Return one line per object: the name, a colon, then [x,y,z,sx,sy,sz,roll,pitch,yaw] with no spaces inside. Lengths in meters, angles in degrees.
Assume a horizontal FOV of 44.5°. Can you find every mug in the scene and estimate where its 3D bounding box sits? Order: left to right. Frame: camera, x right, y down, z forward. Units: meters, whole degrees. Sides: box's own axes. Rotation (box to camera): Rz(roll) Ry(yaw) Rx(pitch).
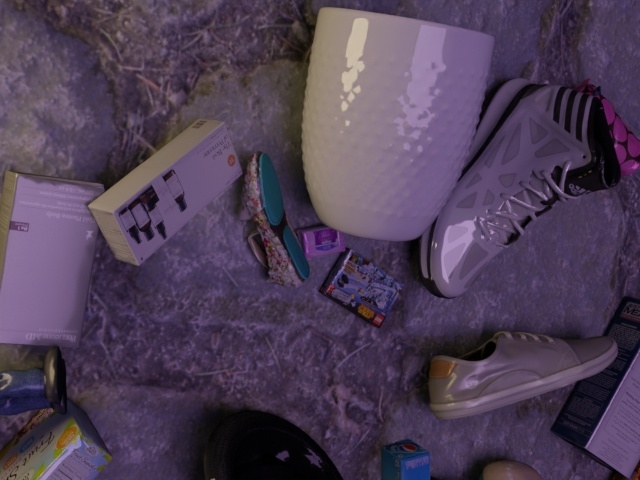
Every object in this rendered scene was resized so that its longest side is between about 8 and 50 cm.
mug: [0.132,-0.182,1.274,0.374,0.276,0.327,-11,115,-56]

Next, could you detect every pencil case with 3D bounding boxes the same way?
pencil case: [0.569,-0.224,1.570,0.209,0.095,0.098,40,64,-29]

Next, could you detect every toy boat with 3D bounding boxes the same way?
toy boat: [0.441,0.588,1.589,0.318,0.267,0.148,21,129,-41]

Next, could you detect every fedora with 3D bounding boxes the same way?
fedora: [-0.094,0.442,1.284,0.152,0.334,0.334,-39,119,22]

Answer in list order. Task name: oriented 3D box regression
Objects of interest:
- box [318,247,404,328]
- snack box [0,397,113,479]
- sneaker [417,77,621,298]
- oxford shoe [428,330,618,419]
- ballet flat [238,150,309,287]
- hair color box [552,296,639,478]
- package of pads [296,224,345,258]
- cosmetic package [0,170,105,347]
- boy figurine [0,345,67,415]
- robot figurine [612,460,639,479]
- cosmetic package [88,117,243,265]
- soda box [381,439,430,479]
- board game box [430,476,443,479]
box: [0.075,0.086,1.401,0.137,0.027,0.093,35,81,-27]
snack box: [-0.409,0.336,1.111,0.207,0.174,0.070,-48,117,-12]
sneaker: [0.354,-0.082,1.375,0.169,0.258,0.447,31,84,-38]
oxford shoe: [0.401,0.233,1.531,0.450,0.169,0.130,-11,82,-25]
ballet flat: [-0.089,-0.025,1.265,0.077,0.091,0.240,-11,111,20]
hair color box: [0.668,0.317,1.701,0.174,0.105,0.347,36,82,-28]
package of pads: [0.000,0.000,1.345,0.083,0.032,0.050,-11,105,-25]
cosmetic package: [-0.394,0.027,1.108,0.127,0.107,0.237,6,93,-31]
boy figurine: [-0.497,0.216,1.072,0.285,0.177,0.092,-5,64,-9]
robot figurine: [0.717,0.630,1.791,0.211,0.085,0.290,26,86,-27]
cosmetic package: [-0.218,-0.076,1.149,0.239,0.061,0.098,-47,137,-35]
soda box: [0.163,0.494,1.491,0.067,0.071,0.209,-6,101,-27]
board game box: [0.251,0.569,1.527,0.026,0.126,0.186,-1,102,-66]
